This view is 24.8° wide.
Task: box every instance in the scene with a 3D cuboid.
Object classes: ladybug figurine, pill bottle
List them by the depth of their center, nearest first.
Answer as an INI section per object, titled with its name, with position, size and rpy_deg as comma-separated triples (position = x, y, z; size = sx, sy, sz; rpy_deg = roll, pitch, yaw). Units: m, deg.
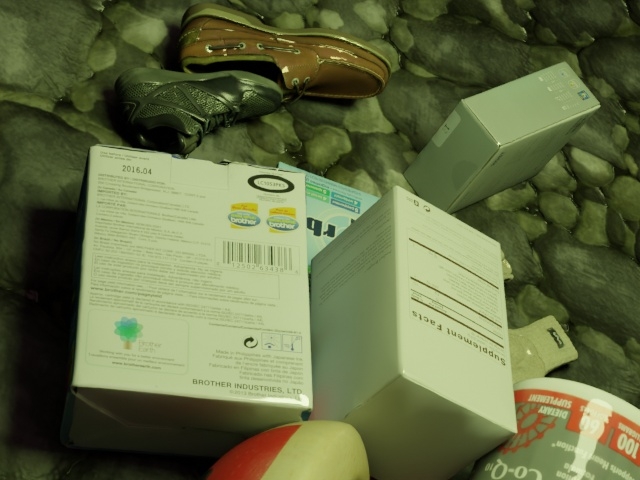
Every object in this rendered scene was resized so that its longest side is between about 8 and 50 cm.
[ladybug figurine]
position = -0.075, 0.349, 1.463
size = 0.162, 0.305, 0.449
rpy_deg = 12, 29, 13
[pill bottle]
position = 0.244, 0.356, 1.640
size = 0.210, 0.210, 0.363
rpy_deg = 29, 65, -8

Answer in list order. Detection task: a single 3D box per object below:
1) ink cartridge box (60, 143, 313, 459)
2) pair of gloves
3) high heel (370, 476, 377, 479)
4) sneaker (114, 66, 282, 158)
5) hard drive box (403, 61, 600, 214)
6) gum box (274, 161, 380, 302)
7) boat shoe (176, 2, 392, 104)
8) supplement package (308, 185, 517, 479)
[ink cartridge box]
position = -0.153, 0.047, 1.703
size = 0.270, 0.151, 0.395
rpy_deg = 7, 55, -13
[pair of gloves]
position = 0.219, 0.103, 1.970
size = 0.204, 0.042, 0.240
rpy_deg = -25, 74, -43
[high heel]
position = 0.047, 0.286, 1.729
size = 0.244, 0.082, 0.117
rpy_deg = 40, 18, 19
[sneaker]
position = -0.152, -0.159, 1.924
size = 0.227, 0.087, 0.130
rpy_deg = 0, 59, -26
[hard drive box]
position = 0.260, -0.144, 2.081
size = 0.232, 0.181, 0.089
rpy_deg = -24, 70, -40
[gum box]
position = 0.000, 0.000, 1.921
size = 0.157, 0.041, 0.184
rpy_deg = 19, 49, -17
[boat shoe]
position = -0.051, -0.235, 2.028
size = 0.307, 0.111, 0.104
rpy_deg = 10, 51, -9
[supplement package]
position = 0.104, 0.120, 1.722
size = 0.175, 0.177, 0.293
rpy_deg = 28, 41, -26
